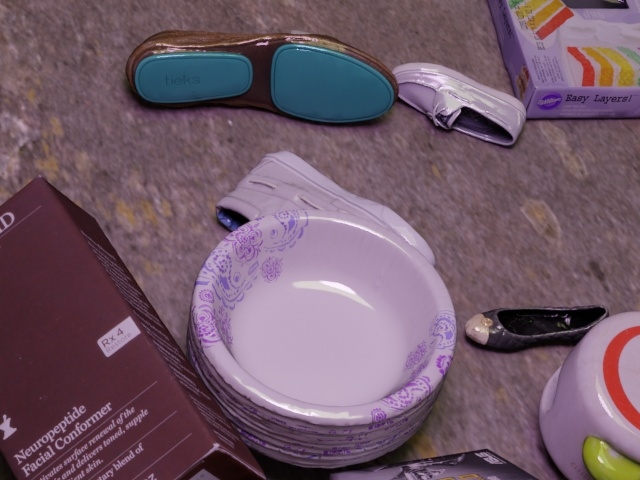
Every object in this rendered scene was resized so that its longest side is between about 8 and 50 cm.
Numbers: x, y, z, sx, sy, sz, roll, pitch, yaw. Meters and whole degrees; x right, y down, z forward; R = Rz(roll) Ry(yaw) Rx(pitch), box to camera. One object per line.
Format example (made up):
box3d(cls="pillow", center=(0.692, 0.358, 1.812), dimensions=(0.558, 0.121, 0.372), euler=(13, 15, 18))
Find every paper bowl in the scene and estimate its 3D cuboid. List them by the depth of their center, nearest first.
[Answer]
box3d(cls="paper bowl", center=(-0.004, 0.116, 1.792), dimensions=(0.284, 0.148, 0.284), euler=(6, 49, -6))

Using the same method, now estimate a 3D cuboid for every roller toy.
box3d(cls="roller toy", center=(0.343, 0.187, 1.801), dimensions=(0.209, 0.146, 0.191), euler=(-6, 60, -24))

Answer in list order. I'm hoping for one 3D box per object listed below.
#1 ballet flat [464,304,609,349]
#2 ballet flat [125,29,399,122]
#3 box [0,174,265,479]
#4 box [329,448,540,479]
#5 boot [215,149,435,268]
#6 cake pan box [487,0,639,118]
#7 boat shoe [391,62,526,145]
box3d(cls="ballet flat", center=(0.250, 0.092, 1.926), dimensions=(0.173, 0.049, 0.057), euler=(-3, 50, -14))
box3d(cls="ballet flat", center=(-0.074, -0.221, 2.107), dimensions=(0.342, 0.116, 0.124), euler=(0, 31, -6))
box3d(cls="box", center=(-0.242, 0.139, 1.686), dimensions=(0.191, 0.143, 0.381), euler=(-39, 59, 1))
box3d(cls="box", center=(0.128, 0.270, 1.657), dimensions=(0.183, 0.056, 0.231), euler=(-5, 8, -16))
box3d(cls="boot", center=(0.000, 0.000, 1.940), dimensions=(0.258, 0.095, 0.123), euler=(31, 57, 26))
box3d(cls="cake pan box", center=(0.367, -0.277, 2.252), dimensions=(0.245, 0.070, 0.267), euler=(1, 50, -13))
box3d(cls="boat shoe", center=(0.171, -0.169, 2.130), dimensions=(0.184, 0.066, 0.063), euler=(23, 48, -4))
